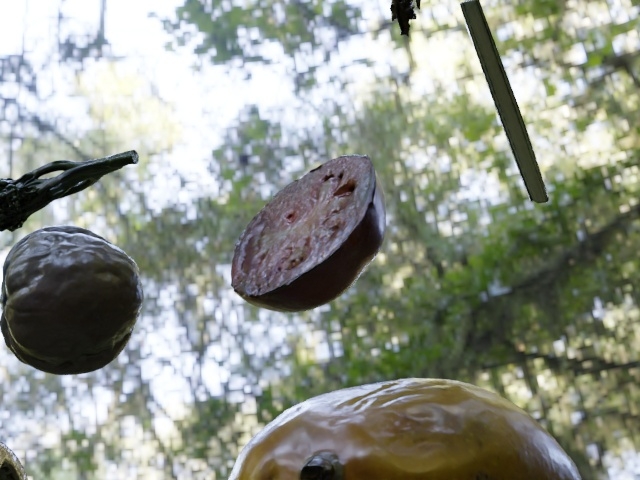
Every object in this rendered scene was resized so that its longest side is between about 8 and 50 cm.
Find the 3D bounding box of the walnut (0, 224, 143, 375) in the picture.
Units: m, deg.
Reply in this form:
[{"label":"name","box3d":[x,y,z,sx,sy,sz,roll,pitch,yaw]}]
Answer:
[{"label":"walnut","box3d":[-0.403,0.097,2.217,0.248,0.248,0.248,-5,-34,-3]}]

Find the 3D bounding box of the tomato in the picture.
[{"label":"tomato","box3d":[0.000,0.003,1.603,0.225,0.225,0.085,-28,-63,28]}]

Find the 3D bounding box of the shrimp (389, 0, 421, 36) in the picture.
[{"label":"shrimp","box3d":[0.056,-0.321,1.579,0.124,0.178,0.034,-2,1,8]}]

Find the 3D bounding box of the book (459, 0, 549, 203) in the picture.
[{"label":"book","box3d":[0.202,-0.155,1.507,0.024,0.228,0.160,-20,6,9]}]

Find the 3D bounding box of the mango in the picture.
[{"label":"mango","box3d":[0.067,0.166,0.850,0.187,0.144,0.359,-22,-22,25]}]

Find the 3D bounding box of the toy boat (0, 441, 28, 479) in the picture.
[{"label":"toy boat","box3d":[-0.317,0.283,1.282,0.079,0.136,0.392,14,-38,9]}]

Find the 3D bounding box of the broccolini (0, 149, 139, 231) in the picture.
[{"label":"broccolini","box3d":[-0.308,-0.074,1.609,0.203,0.068,0.091,-27,-16,9]}]
